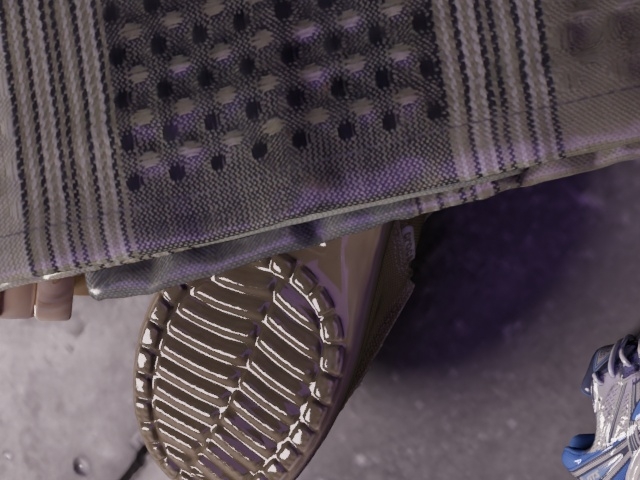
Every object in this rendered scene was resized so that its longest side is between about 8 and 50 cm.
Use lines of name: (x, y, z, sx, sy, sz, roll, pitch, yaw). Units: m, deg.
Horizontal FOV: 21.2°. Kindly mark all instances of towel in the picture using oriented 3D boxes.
towel: (-0.032, -0.150, 0.664, 0.312, 0.056, 0.324, -12, 79, 17)

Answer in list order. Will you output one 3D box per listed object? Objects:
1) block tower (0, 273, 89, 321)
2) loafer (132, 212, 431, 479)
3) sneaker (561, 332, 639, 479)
block tower: (-0.263, -0.027, 0.762, 0.335, 0.091, 0.097, 1, 112, -18)
loafer: (0.000, 0.000, 0.745, 0.102, 0.092, 0.268, 32, 116, 18)
sneaker: (0.139, 0.058, 0.714, 0.058, 0.052, 0.135, 33, 118, 20)
